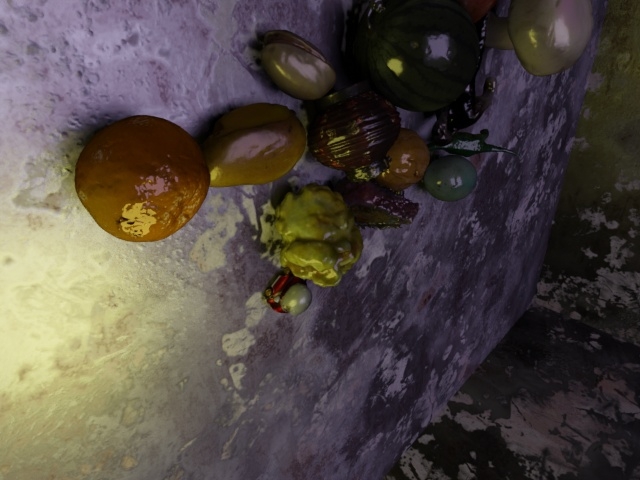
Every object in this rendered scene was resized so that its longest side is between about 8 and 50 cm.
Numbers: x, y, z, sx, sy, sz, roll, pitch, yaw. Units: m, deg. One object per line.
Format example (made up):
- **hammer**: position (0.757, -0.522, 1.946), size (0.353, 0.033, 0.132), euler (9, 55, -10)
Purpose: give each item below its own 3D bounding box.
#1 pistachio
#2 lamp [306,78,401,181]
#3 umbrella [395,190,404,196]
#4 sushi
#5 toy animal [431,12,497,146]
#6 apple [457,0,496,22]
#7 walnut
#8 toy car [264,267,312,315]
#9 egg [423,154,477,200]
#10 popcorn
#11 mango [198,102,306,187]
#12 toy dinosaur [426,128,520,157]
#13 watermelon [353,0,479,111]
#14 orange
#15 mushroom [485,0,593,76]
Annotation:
- **pistachio**: position (-0.049, -0.376, 0.871), size (0.185, 0.124, 0.124), euler (20, 94, -47)
- **lamp**: position (0.083, -0.261, 0.993), size (0.247, 0.247, 0.247), euler (-24, 125, -38)
- **umbrella**: position (0.276, -0.123, 1.423), size (0.036, 0.031, 0.133), euler (-50, 145, -58)
- **sushi**: position (0.140, -0.110, 1.133), size (0.161, 0.241, 0.107), euler (46, 54, -53)
- **toy animal**: position (0.408, -0.488, 1.251), size (0.302, 0.194, 0.344), euler (-52, 133, -22)
- **apple**: position (0.363, -0.694, 1.044), size (0.253, 0.253, 0.253), euler (-24, 125, -38)
- **walnut**: position (0.219, -0.234, 1.190), size (0.226, 0.193, 0.193), euler (8, 104, -51)
- **toy car**: position (-0.072, 0.149, 1.126), size (0.139, 0.112, 0.112), euler (-58, 139, -6)
- **egg**: position (0.473, -0.226, 1.471), size (0.236, 0.169, 0.169), euler (-15, 120, -45)
- **popcorn**: position (0.000, 0.000, 1.046), size (0.250, 0.235, 0.241), euler (51, 53, -60)
- **mango**: position (-0.148, -0.195, 0.859), size (0.262, 0.130, 0.167), euler (-22, 130, -31)
- **toy dinosaur**: position (0.474, -0.307, 1.370), size (0.301, 0.447, 0.087), euler (-67, 172, -46)
- **watermelon**: position (0.232, -0.472, 1.005), size (0.359, 0.279, 0.279), euler (5, 106, -41)
- **orange**: position (-0.297, -0.104, 0.690), size (0.219, 0.193, 0.219), euler (-157, -90, -86)
- **mushroom**: position (0.704, -0.712, 1.288), size (0.315, 0.356, 0.315), euler (-29, 161, -11)
